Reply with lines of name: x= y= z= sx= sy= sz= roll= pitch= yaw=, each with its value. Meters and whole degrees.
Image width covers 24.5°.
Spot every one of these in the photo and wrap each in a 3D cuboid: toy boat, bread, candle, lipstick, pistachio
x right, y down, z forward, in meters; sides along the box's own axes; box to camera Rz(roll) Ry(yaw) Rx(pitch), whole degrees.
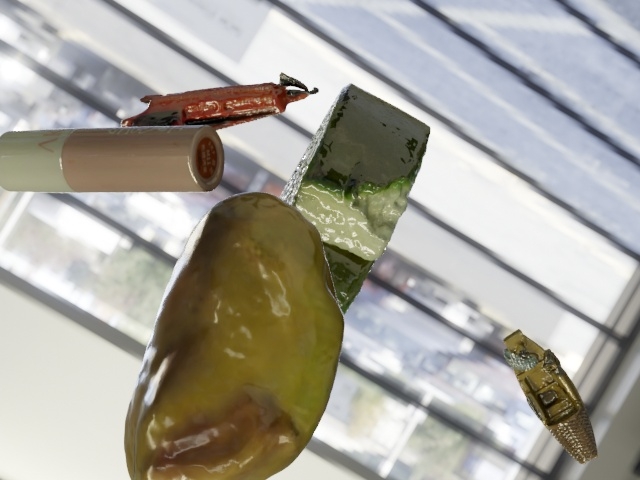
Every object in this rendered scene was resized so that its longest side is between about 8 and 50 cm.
toy boat: x=0.224 y=0.150 z=1.422 sx=0.149 sy=0.047 sz=0.049 roll=58 pitch=-172 yaw=-7
bread: x=0.000 y=0.000 z=1.721 sx=0.129 sy=0.366 sz=0.382 roll=28 pitch=157 yaw=-4
candle: x=-0.149 y=-0.195 z=2.199 sx=0.301 sy=0.084 sz=0.059 roll=-10 pitch=173 yaw=-4
lipstick: x=-0.228 y=-0.085 z=1.565 sx=0.254 sy=0.070 sz=0.070 roll=1 pitch=162 yaw=27
pistachio: x=-0.050 y=0.068 z=0.837 sx=0.100 sy=0.189 sz=0.110 roll=19 pitch=173 yaw=-22
